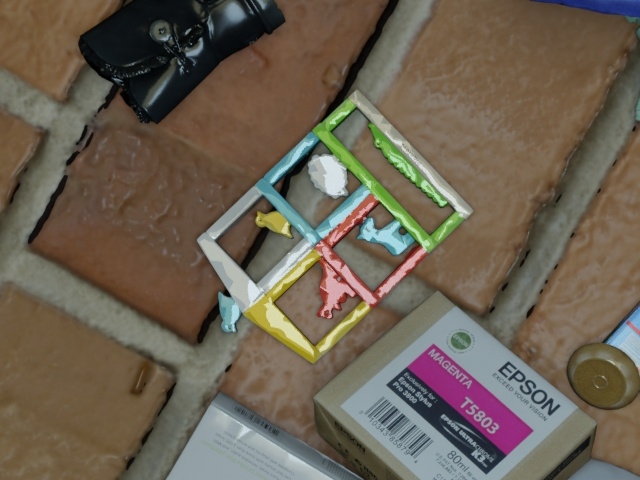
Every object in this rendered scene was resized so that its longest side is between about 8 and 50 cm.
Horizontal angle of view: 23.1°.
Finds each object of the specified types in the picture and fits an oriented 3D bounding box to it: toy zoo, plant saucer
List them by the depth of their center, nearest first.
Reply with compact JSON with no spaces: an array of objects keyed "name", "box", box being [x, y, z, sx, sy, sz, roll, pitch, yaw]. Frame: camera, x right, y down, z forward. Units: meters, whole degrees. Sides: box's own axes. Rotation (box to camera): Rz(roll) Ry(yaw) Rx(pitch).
[{"name":"plant saucer","box":[0.308,0.152,1.711,0.083,0.015,0.083,12,118,23]},{"name":"toy zoo","box":[0.000,0.000,1.742,0.293,0.030,0.192,-44,87,0]}]

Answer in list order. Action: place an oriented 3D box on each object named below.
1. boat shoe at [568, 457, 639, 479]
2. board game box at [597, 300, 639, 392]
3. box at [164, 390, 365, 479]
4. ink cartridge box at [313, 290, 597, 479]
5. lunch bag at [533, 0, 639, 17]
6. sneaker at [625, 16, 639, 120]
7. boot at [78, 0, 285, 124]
[{"name":"boat shoe","box":[0.225,0.300,1.690,0.301,0.108,0.102,5,121,2]},{"name":"board game box","box":[0.433,0.098,1.722,0.160,0.039,0.211,43,91,3]},{"name":"box","box":[-0.092,0.356,1.680,0.232,0.058,0.322,31,104,3]},{"name":"ink cartridge box","box":[0.138,0.195,1.635,0.193,0.088,0.234,-40,63,-21]},{"name":"lunch bag","box":[0.366,-0.404,1.606,0.327,0.239,0.386,7,69,4]},{"name":"sneaker","box":[0.361,-0.216,1.712,0.256,0.094,0.151,34,92,4]},{"name":"boot","box":[-0.187,-0.276,1.727,0.207,0.094,0.246,-36,93,-4]}]
